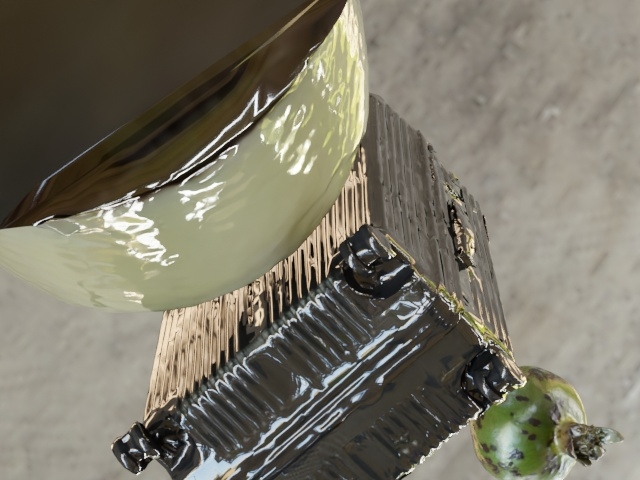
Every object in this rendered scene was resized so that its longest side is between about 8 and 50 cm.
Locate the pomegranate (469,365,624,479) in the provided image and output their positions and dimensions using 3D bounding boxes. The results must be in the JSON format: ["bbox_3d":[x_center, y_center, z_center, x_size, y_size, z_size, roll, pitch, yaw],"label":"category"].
[{"bbox_3d":[0.217,0.185,1.926,0.122,0.161,0.122,-10,104,-44],"label":"pomegranate"}]

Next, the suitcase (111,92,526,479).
[{"bbox_3d":[0.001,0.049,1.366,0.229,0.335,0.152,-41,107,15],"label":"suitcase"}]

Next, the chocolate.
[{"bbox_3d":[-0.105,-0.102,1.193,0.314,0.326,0.297,-39,141,-5],"label":"chocolate"}]
